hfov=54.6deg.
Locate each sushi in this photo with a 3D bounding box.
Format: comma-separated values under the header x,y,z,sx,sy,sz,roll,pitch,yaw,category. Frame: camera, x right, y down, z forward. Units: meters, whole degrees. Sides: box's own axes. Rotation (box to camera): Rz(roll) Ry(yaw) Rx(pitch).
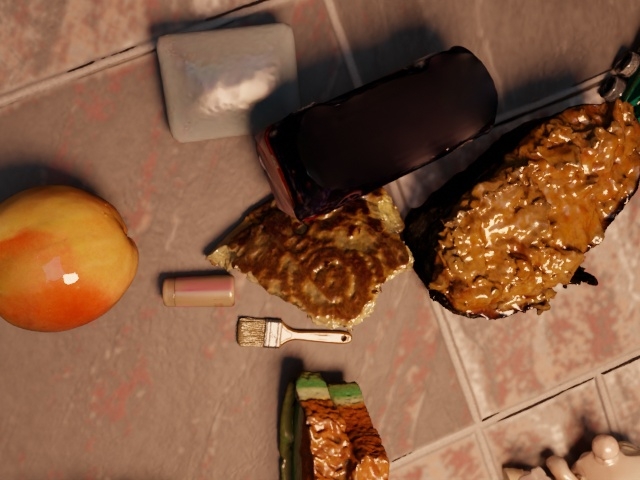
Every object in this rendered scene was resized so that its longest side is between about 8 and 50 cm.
x,y,z,sx,sy,sz,roll,pitch,yaw,category
0.287,-0.025,0.835,0.348,0.207,0.234,-44,96,-3,sushi

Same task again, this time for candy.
x,y,z,sx,sy,sz,roll,pitch,yaw,category
-0.115,-0.203,0.802,0.174,0.071,0.138,-8,111,-9,candy

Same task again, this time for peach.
x,y,z,sx,sy,sz,roll,pitch,yaw,category
-0.315,0.021,0.756,0.184,0.184,0.184,-1,99,-9,peach

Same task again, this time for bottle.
x,y,z,sx,sy,sz,roll,pitch,yaw,category
-0.166,0.070,0.851,0.097,0.045,0.045,-2,99,-8,bottle

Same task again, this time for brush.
x,y,z,sx,sy,sz,roll,pitch,yaw,category
-0.036,0.137,0.901,0.170,0.014,0.043,5,96,-12,brush

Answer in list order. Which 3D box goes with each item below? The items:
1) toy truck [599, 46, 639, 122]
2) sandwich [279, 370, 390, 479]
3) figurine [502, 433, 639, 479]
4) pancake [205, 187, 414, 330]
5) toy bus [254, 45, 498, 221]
x,y,z,sx,sy,sz,roll,pitch,yaw,category
0.501,-0.250,0.866,0.110,0.116,0.216,22,106,-13,toy truck
0.020,0.322,0.852,0.109,0.212,0.292,-5,86,-24,sandwich
0.424,0.380,0.953,0.257,0.144,0.181,-14,98,-10,figurine
0.000,0.000,0.833,0.257,0.056,0.212,27,68,19,pancake
0.068,-0.138,0.787,0.303,0.147,0.127,-28,101,-18,toy bus
